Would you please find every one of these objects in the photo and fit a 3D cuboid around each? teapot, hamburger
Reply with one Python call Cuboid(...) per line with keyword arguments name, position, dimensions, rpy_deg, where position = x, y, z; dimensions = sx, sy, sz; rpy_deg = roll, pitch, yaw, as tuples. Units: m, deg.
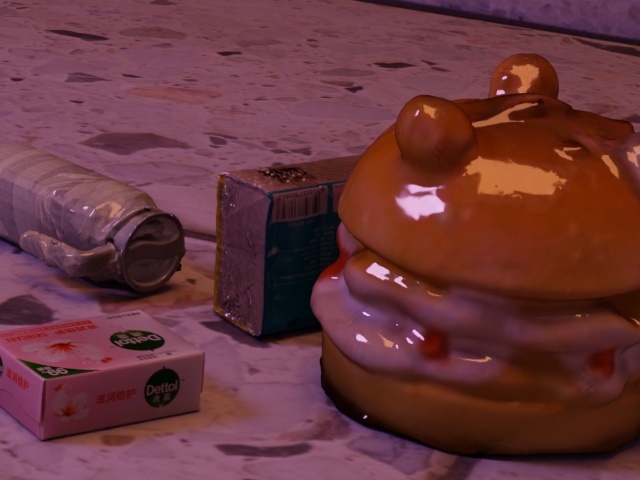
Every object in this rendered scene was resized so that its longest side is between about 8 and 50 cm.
Cuboid(name="teapot", position=(-0.210, -0.016, 1.391), dimensions=(0.200, 0.077, 0.107), rpy_deg=(21, 26, 39))
Cuboid(name="hamburger", position=(0.136, 0.002, 1.196), dimensions=(0.276, 0.236, 0.276), rpy_deg=(4, 20, -2))

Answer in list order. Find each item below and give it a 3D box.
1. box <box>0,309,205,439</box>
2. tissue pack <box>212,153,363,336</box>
Cuboid(name="box", position=(-0.152, 0.087, 1.136), dimensions=(0.125, 0.043, 0.089), rpy_deg=(-8, 23, -38))
Cuboid(name="tissue pack", position=(0.000, 0.000, 1.340), dimensions=(0.169, 0.120, 0.082), rpy_deg=(-10, 20, -38))
